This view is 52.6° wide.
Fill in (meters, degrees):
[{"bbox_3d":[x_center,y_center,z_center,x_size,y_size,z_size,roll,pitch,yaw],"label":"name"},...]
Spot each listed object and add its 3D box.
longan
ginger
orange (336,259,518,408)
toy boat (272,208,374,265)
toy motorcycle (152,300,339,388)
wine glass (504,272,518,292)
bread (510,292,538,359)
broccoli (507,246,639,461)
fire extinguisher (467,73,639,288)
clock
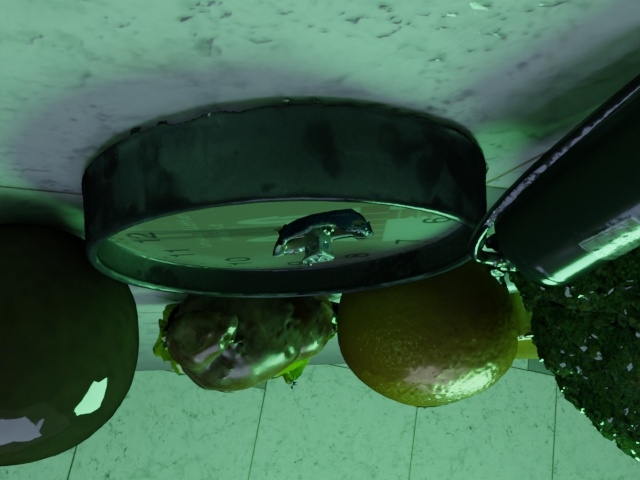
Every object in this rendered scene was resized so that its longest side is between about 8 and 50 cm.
[{"bbox_3d":[-0.309,0.101,0.668,0.258,0.257,0.258,-3,165,-1],"label":"longan"},{"bbox_3d":[-0.109,0.124,0.919,0.256,0.176,0.375,-13,171,2],"label":"ginger"},{"bbox_3d":[0.136,0.107,0.841,0.237,0.236,0.236,-3,165,-1],"label":"orange"},{"bbox_3d":[0.000,0.000,0.474,0.083,0.038,0.038,-12,162,27],"label":"toy boat"},{"bbox_3d":[-0.129,0.176,1.187,0.343,0.142,0.206,5,125,-26],"label":"toy motorcycle"},{"bbox_3d":[0.307,0.048,0.954,0.198,0.066,0.066,-1,165,1],"label":"wine glass"},{"bbox_3d":[0.319,0.127,1.095,0.254,0.142,0.227,-2,166,7],"label":"bread"},{"bbox_3d":[0.367,0.071,0.637,0.414,0.309,0.321,26,-168,31],"label":"broccoli"},{"bbox_3d":[0.202,-0.033,0.474,0.118,0.093,0.294,9,149,-25],"label":"fire extinguisher"},{"bbox_3d":[-0.030,-0.013,0.628,0.387,0.076,0.386,-3,164,-1],"label":"clock"}]
